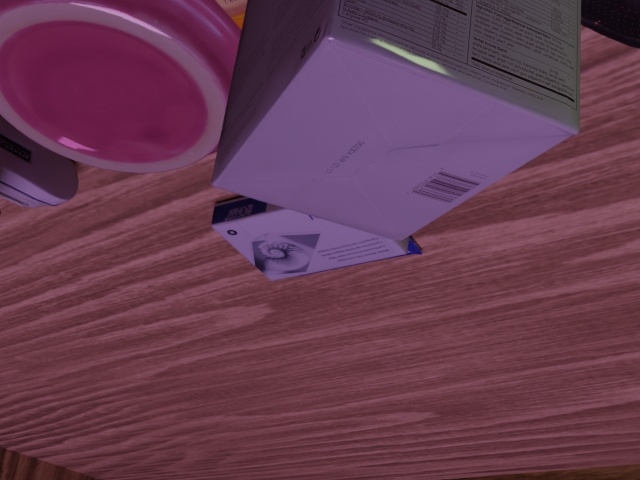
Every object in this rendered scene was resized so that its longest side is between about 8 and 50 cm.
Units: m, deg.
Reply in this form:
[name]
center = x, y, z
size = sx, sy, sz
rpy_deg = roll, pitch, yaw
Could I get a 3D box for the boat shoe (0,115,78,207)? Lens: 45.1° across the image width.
[boat shoe]
center = -0.413, -0.116, 0.913
size = 0.088, 0.096, 0.267
rpy_deg = -17, 151, 26

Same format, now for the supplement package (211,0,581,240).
[supplement package]
center = 0.043, -0.137, 0.483
size = 0.149, 0.203, 0.194
rpy_deg = 16, 158, -19

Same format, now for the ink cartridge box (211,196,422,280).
[ink cartridge box]
center = 0.000, 0.000, 1.072
size = 0.223, 0.045, 0.224
rpy_deg = -13, 145, 28

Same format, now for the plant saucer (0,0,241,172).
[plant saucer]
center = -0.212, -0.173, 0.783
size = 0.331, 0.084, 0.332
rpy_deg = 4, 149, 2

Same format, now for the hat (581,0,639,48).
[hat]
center = 0.275, -0.264, 0.500
size = 0.331, 0.134, 0.331
rpy_deg = 15, 163, 5

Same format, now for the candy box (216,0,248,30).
[candy box]
center = 0.014, -0.230, 0.644
size = 0.182, 0.088, 0.316
rpy_deg = -13, 144, 29
